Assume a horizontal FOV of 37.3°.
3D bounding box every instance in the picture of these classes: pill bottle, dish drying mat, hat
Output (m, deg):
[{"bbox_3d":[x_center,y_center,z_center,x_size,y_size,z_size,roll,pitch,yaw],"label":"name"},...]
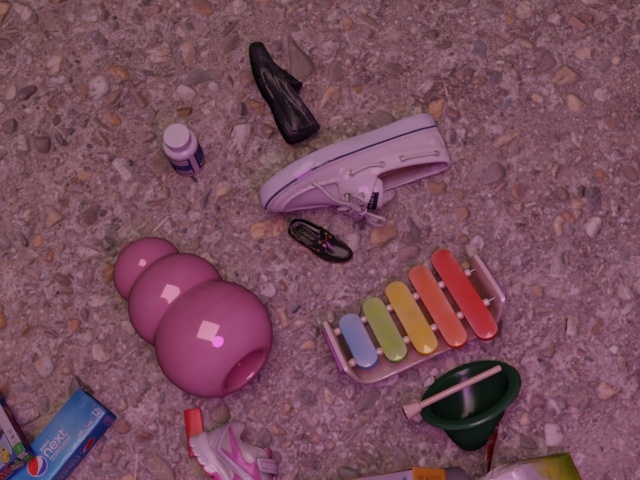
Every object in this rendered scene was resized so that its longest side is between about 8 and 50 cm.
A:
[{"bbox_3d":[-0.260,-0.173,1.789,0.067,0.120,0.067,-1,71,3],"label":"pill bottle"},{"bbox_3d":[-0.221,0.338,1.673,0.032,0.008,0.083,-10,72,1],"label":"dish drying mat"},{"bbox_3d":[0.274,0.338,1.623,0.208,0.173,0.184,-36,115,-29],"label":"hat"}]

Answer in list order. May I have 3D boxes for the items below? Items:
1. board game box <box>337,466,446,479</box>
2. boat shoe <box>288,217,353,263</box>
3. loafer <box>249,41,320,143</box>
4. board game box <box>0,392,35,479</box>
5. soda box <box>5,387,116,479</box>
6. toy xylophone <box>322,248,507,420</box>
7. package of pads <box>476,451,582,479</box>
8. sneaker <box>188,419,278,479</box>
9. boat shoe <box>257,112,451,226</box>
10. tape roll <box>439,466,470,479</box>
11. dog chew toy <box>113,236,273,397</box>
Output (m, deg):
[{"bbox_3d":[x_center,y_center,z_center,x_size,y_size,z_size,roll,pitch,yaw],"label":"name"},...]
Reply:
[{"bbox_3d":[0.073,0.485,1.456,0.064,0.316,0.242,11,68,-33],"label":"board game box"},{"bbox_3d":[-0.001,0.002,1.755,0.133,0.042,0.049,28,73,11],"label":"boat shoe"},{"bbox_3d":[-0.073,-0.293,1.845,0.078,0.076,0.223,-24,76,-10],"label":"loafer"},{"bbox_3d":[-0.593,0.344,1.644,0.136,0.035,0.201,-41,53,-6],"label":"board game box"},{"bbox_3d":[-0.455,0.364,1.649,0.071,0.067,0.210,36,77,15],"label":"soda box"},{"bbox_3d":[0.179,0.161,1.637,0.322,0.081,0.236,-30,52,-9],"label":"toy xylophone"},{"bbox_3d":[0.352,0.444,1.447,0.101,0.296,0.229,-32,70,22],"label":"package of pads"},{"bbox_3d":[-0.113,0.405,1.593,0.111,0.103,0.252,-35,76,-10],"label":"sneaker"},{"bbox_3d":[0.076,-0.097,1.745,0.367,0.136,0.157,-21,74,-14],"label":"boat shoe"},{"bbox_3d":[0.198,0.468,1.484,0.072,0.219,0.219,-5,71,-9],"label":"tape roll"},{"bbox_3d":[-0.238,0.117,1.656,0.206,0.207,0.332,-43,66,-10],"label":"dog chew toy"}]
